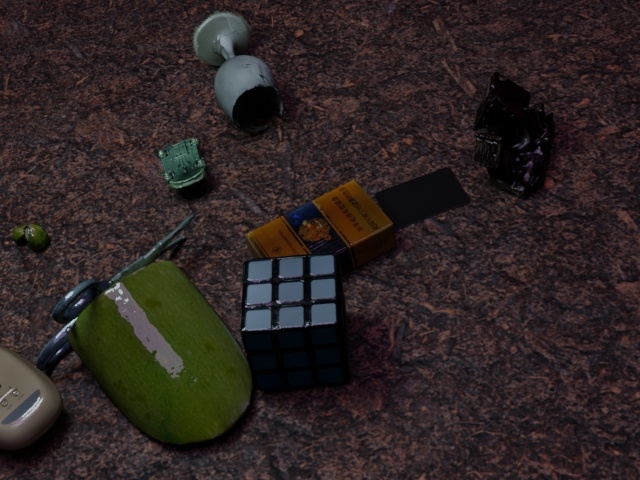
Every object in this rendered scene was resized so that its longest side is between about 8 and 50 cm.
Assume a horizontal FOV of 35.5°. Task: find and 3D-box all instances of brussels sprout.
[{"bbox_3d":[-0.585,-0.011,2.001,0.083,0.051,0.046,11,13,24],"label":"brussels sprout"}]

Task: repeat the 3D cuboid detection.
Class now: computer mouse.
[{"bbox_3d":[-0.535,0.269,1.699,0.236,0.082,0.145,24,58,35],"label":"computer mouse"}]

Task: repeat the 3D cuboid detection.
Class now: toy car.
[{"bbox_3d":[-0.280,-0.150,2.044,0.093,0.058,0.186,-20,34,-3],"label":"toy car"}]

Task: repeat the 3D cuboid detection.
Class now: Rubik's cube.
[{"bbox_3d":[-0.039,0.131,1.630,0.160,0.162,0.163,-5,47,4],"label":"Rubik's cube"}]

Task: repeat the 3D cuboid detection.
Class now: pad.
[{"bbox_3d":[0.191,-0.081,1.886,0.157,0.003,0.112,-20,45,-4],"label":"pad"}]

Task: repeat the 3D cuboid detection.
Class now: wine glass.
[{"bbox_3d":[-0.180,-0.364,2.163,0.143,0.143,0.321,-20,46,-4],"label":"wine glass"}]

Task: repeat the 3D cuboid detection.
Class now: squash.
[{"bbox_3d":[-0.245,0.211,1.691,0.233,0.210,0.309,-36,77,-21],"label":"squash"}]

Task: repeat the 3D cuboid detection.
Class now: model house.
[{"bbox_3d":[0.353,-0.199,1.844,0.141,0.164,0.203,-4,48,19],"label":"model house"}]

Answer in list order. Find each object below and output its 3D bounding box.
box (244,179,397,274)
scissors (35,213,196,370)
[{"bbox_3d":[0.000,-0.001,1.818,0.237,0.070,0.152,-29,47,-11],"label":"box"},{"bbox_3d":[-0.355,0.072,1.787,0.029,0.256,0.383,40,48,6],"label":"scissors"}]
